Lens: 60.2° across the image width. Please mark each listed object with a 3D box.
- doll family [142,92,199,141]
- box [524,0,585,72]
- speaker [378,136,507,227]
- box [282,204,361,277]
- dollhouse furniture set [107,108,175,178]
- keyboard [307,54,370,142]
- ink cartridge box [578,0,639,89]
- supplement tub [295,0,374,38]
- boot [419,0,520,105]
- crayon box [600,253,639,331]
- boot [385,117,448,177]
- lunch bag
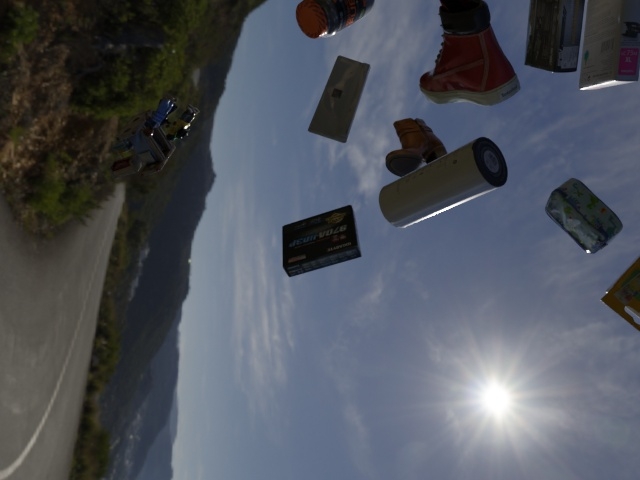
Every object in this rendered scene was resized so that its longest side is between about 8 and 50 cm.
[{"bbox_3d":[-0.384,-0.305,1.409,0.111,0.193,0.076,-49,-118,12],"label":"doll family"},{"bbox_3d":[0.528,-0.506,1.249,0.183,0.056,0.231,-90,177,-68],"label":"box"},{"bbox_3d":[0.126,-0.059,0.591,0.136,0.055,0.055,-25,-120,47],"label":"speaker"},{"bbox_3d":[0.000,0.000,1.579,0.175,0.220,0.051,-94,163,-46],"label":"box"},{"bbox_3d":[-0.528,-0.249,1.520,0.129,0.184,0.129,-79,149,-51],"label":"dollhouse furniture set"},{"bbox_3d":[0.040,-0.277,1.058,0.014,0.072,0.256,100,6,-50],"label":"keyboard"},{"bbox_3d":[0.649,-0.502,1.220,0.186,0.065,0.311,-77,166,-79],"label":"ink cartridge box"},{"bbox_3d":[0.036,-0.584,1.378,0.117,0.190,0.117,36,-30,25],"label":"supplement tub"},{"bbox_3d":[0.217,-0.320,0.916,0.176,0.088,0.244,59,-8,-22],"label":"boot"},{"bbox_3d":[0.925,0.117,1.468,0.203,0.323,0.083,44,-4,20],"label":"crayon box"},{"bbox_3d":[0.205,-0.227,1.302,0.073,0.197,0.152,-51,-127,42],"label":"boot"},{"bbox_3d":[0.791,-0.069,1.674,0.219,0.090,0.176,52,-5,19],"label":"lunch bag"}]
